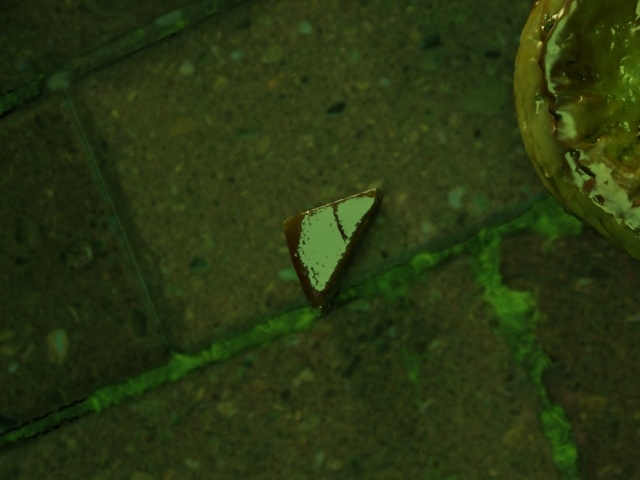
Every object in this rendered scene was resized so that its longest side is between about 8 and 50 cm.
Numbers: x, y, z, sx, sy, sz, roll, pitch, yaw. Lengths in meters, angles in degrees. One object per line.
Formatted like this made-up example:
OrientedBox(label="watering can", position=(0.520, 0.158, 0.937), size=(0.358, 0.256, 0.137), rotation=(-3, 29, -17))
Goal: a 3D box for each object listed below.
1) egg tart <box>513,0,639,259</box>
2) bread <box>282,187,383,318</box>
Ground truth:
OrientedBox(label="egg tart", position=(0.282, -0.114, 1.129), size=(0.290, 0.115, 0.290), rotation=(-1, 87, 11))
OrientedBox(label="bread", position=(0.000, 0.000, 1.222), size=(0.062, 0.043, 0.109), rotation=(25, 96, 9))
